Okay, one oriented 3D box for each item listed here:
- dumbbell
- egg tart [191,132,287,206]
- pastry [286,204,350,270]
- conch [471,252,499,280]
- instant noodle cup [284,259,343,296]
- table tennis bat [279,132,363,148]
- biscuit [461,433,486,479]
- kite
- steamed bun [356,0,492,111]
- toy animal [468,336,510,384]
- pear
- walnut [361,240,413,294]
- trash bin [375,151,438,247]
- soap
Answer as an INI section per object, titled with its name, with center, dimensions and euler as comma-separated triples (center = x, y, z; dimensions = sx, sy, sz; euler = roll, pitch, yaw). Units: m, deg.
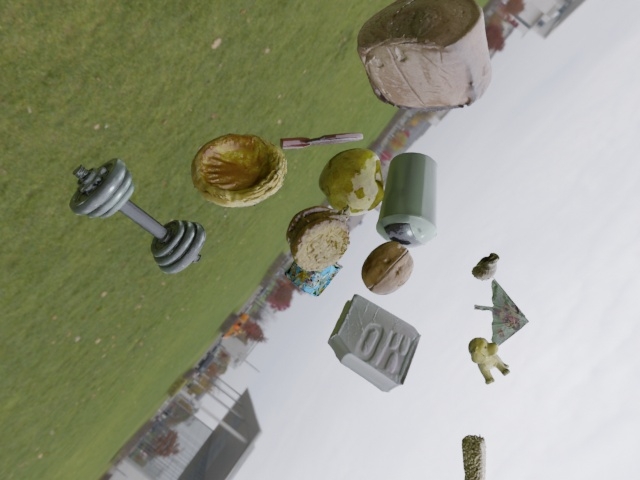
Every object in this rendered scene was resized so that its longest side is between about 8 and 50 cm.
[dumbbell]
center = -0.483, -0.059, 1.193
dimensions = 0.179, 0.406, 0.179
euler = -25, -139, 24
[egg tart]
center = -0.315, -0.261, 1.739
dimensions = 0.388, 0.388, 0.169
euler = -52, 160, -32
[pastry]
center = 0.000, 0.000, 1.581
dimensions = 0.132, 0.235, 0.240
euler = -111, -158, -47
[conch]
center = 0.959, 0.145, 2.548
dimensions = 0.155, 0.130, 0.207
euler = -99, -155, -47
[instant noodle cup]
center = -0.037, 0.139, 2.025
dimensions = 0.178, 0.240, 0.240
euler = -58, -179, 4
[table tennis bat]
center = 0.007, -0.478, 2.105
dimensions = 0.415, 0.051, 0.268
euler = -9, -171, -20
[biscuit]
center = 0.480, 0.695, 1.369
dimensions = 0.070, 0.168, 0.082
euler = -3, 178, 40
[kite]
center = 0.768, 0.311, 1.855
dimensions = 0.013, 0.268, 0.322
euler = 123, -18, -61
[steamed bun]
center = 0.253, -0.451, 1.037
dimensions = 0.251, 0.301, 0.199
euler = 40, 72, -52
[toy animal]
center = 0.663, 0.469, 1.734
dimensions = 0.121, 0.168, 0.233
euler = -34, 150, 10
[pear]
center = 0.139, -0.266, 1.993
dimensions = 0.304, 0.304, 0.304
euler = -51, -179, 2
[walnut]
center = 0.241, 0.100, 1.579
dimensions = 0.207, 0.167, 0.167
euler = -45, 180, -8
[trash bin]
center = 0.422, -0.176, 2.092
dimensions = 0.280, 0.280, 0.432
euler = 131, -26, -60
[soap]
center = 0.276, 0.538, 2.332
dimensions = 0.350, 0.435, 0.213
euler = -57, 179, -25
